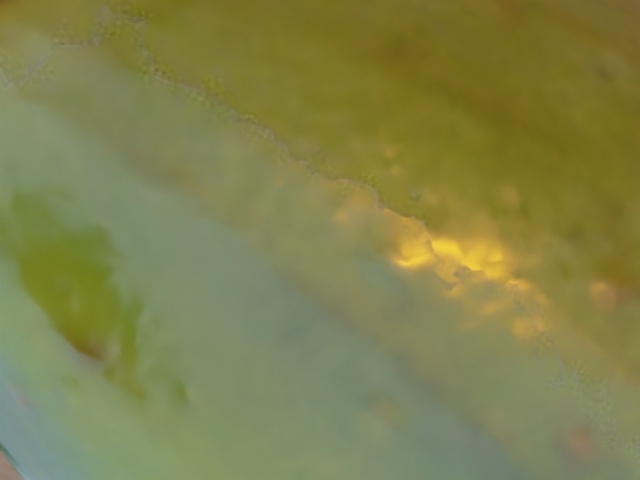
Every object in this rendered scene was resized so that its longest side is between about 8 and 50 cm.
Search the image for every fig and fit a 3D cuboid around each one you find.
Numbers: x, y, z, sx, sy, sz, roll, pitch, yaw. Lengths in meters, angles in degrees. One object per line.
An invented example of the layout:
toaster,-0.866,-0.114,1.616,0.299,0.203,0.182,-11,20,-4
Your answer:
fig,0.000,0.000,0.571,0.326,0.258,0.258,34,162,-28
